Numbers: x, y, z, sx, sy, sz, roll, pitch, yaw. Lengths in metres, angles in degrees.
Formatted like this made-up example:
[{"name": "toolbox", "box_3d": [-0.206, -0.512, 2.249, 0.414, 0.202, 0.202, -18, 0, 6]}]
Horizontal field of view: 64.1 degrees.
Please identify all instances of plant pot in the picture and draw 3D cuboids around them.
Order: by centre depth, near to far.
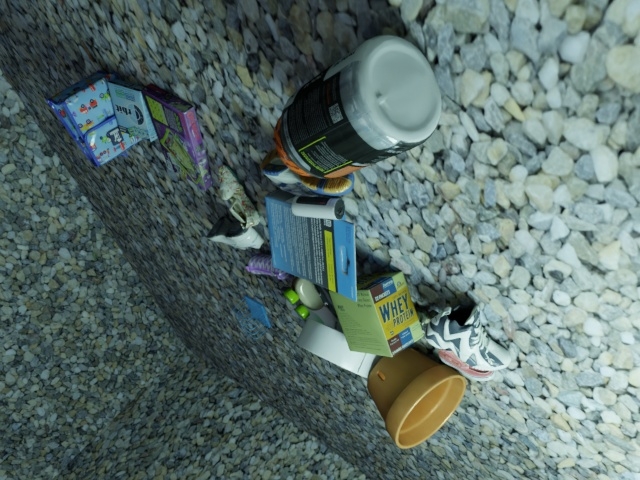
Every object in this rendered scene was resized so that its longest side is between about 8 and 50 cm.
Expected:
[{"name": "plant pot", "box_3d": [0.286, 0.476, 1.621, 0.203, 0.290, 0.291, 42, 156, 42]}]

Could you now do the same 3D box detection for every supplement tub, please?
[{"name": "supplement tub", "box_3d": [0.055, -0.243, 1.019, 0.207, 0.207, 0.338, 53, 150, -16]}]

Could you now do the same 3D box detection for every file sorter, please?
[{"name": "file sorter", "box_3d": [-0.325, 0.366, 2.410, 0.118, 0.104, 0.170, 24, 145, 31]}]

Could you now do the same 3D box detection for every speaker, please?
[{"name": "speaker", "box_3d": [-0.005, -0.084, 1.306, 0.136, 0.055, 0.055, 8, 135, 34]}]

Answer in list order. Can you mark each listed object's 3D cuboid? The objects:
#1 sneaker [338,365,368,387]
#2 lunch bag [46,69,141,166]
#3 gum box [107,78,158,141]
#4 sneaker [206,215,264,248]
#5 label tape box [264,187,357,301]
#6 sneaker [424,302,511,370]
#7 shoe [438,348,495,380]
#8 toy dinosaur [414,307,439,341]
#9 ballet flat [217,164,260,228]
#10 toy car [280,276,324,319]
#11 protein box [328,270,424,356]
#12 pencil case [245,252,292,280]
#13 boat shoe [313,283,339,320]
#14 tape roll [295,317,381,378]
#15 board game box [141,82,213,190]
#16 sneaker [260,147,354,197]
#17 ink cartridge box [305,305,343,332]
[{"name": "sneaker", "box_3d": [0.153, 0.457, 1.944, 0.262, 0.099, 0.121, 36, 144, 0]}, {"name": "lunch bag", "box_3d": [-0.785, -0.425, 1.843, 0.138, 0.221, 0.293, 19, 142, 38]}, {"name": "gum box", "box_3d": [-0.647, -0.449, 1.767, 0.156, 0.041, 0.184, 20, 132, 23]}, {"name": "sneaker", "box_3d": [-0.327, -0.013, 1.921, 0.129, 0.111, 0.297, 44, 160, -32]}, {"name": "label tape box", "box_3d": [0.000, 0.000, 1.449, 0.333, 0.106, 0.241, 20, 125, 37]}, {"name": "sneaker", "box_3d": [0.402, 0.240, 1.318, 0.234, 0.094, 0.153, 28, 137, 9]}, {"name": "shoe", "box_3d": [0.411, 0.337, 1.466, 0.178, 0.063, 0.081, 19, 148, 45]}, {"name": "toy dinosaur", "box_3d": [0.275, 0.245, 1.528, 0.268, 0.064, 0.118, 4, 117, 51]}, {"name": "ballet flat", "box_3d": [-0.286, -0.141, 1.726, 0.091, 0.077, 0.241, 0, 129, 53]}, {"name": "toy car", "box_3d": [-0.067, 0.158, 1.775, 0.188, 0.155, 0.149, 23, 150, 58]}, {"name": "protein box", "box_3d": [0.160, 0.211, 1.493, 0.199, 0.136, 0.201, -10, 102, 56]}, {"name": "pencil case", "box_3d": [-0.185, 0.099, 1.898, 0.206, 0.088, 0.086, 6, 131, 50]}, {"name": "boat shoe", "box_3d": [0.071, 0.192, 1.650, 0.340, 0.127, 0.113, 50, 151, -6]}, {"name": "tape roll", "box_3d": [0.064, 0.364, 1.725, 0.286, 0.100, 0.286, 25, 170, 5]}, {"name": "board game box", "box_3d": [-0.481, -0.345, 1.743, 0.208, 0.056, 0.347, 36, 151, 24]}, {"name": "sneaker", "box_3d": [-0.018, -0.166, 1.349, 0.296, 0.112, 0.131, 21, 162, 38]}, {"name": "ink cartridge box", "box_3d": [0.020, 0.267, 1.893, 0.181, 0.056, 0.225, 25, 147, 29]}]
